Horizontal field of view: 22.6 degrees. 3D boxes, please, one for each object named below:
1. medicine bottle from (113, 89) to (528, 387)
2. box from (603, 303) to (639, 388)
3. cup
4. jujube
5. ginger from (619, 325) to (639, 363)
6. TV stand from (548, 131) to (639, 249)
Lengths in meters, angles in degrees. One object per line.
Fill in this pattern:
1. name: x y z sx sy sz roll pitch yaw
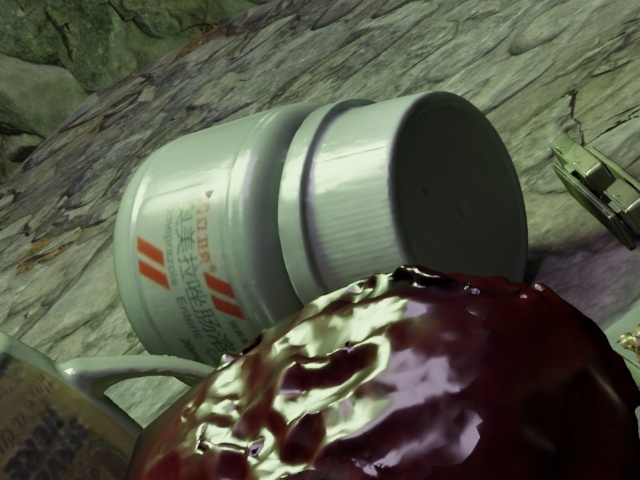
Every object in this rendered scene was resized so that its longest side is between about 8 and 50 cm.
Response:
1. medicine bottle: 0.000 0.000 1.390 0.306 0.245 0.245 -14 28 38
2. box: 0.282 0.039 1.101 0.177 0.036 0.115 -38 17 -3
3. cup: -0.194 0.186 1.275 0.301 0.257 0.227 -36 20 -4
4. jujube: 0.025 0.155 0.937 0.377 0.258 0.258 -23 21 45
5. ginger: 0.228 0.119 0.914 0.131 0.086 0.294 -37 16 12
6. TV stand: 0.243 -0.049 1.398 0.042 0.036 0.249 -37 17 4
